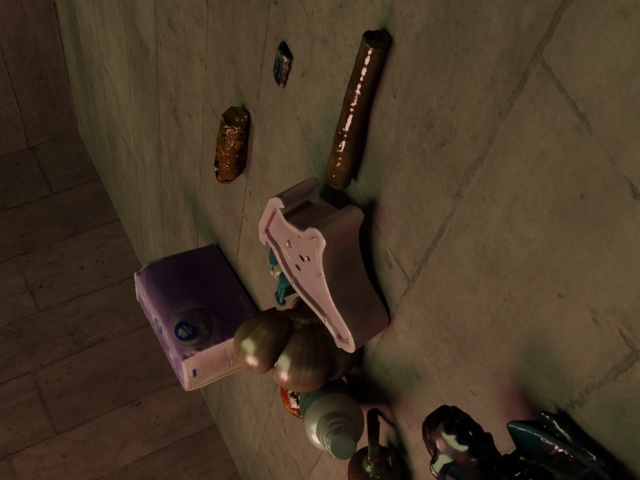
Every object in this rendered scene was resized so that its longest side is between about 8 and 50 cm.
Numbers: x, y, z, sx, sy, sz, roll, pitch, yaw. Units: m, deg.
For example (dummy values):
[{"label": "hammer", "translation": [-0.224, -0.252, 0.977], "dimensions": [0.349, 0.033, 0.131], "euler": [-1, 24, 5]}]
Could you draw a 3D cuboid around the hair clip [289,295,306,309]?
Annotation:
[{"label": "hair clip", "translation": [-0.064, 0.197, 1.861], "dimensions": [0.102, 0.138, 0.123], "euler": [55, 166, 47]}]

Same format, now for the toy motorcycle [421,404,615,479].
[{"label": "toy motorcycle", "translation": [0.275, 0.341, 1.076], "dimensions": [0.416, 0.172, 0.232], "euler": [19, 135, 55]}]

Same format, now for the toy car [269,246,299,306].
[{"label": "toy car", "translation": [-0.064, 0.033, 1.731], "dimensions": [0.162, 0.098, 0.126], "euler": [59, 158, 19]}]

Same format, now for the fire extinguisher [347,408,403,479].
[{"label": "fire extinguisher", "translation": [0.103, 0.458, 1.763], "dimensions": [0.147, 0.106, 0.337], "euler": [-95, 3, -46]}]

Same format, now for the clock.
[{"label": "clock", "translation": [0.016, 0.031, 1.471], "dimensions": [0.275, 0.080, 0.290], "euler": [54, 162, 10]}]

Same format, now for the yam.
[{"label": "yam", "translation": [0.047, -0.173, 1.280], "dimensions": [0.045, 0.045, 0.327], "euler": [39, 153, 13]}]

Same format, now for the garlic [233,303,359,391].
[{"label": "garlic", "translation": [-0.039, 0.202, 1.685], "dimensions": [0.160, 0.214, 0.191], "euler": [43, 140, 32]}]

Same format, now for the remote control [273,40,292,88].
[{"label": "remote control", "translation": [-0.065, -0.287, 1.509], "dimensions": [0.039, 0.014, 0.096], "euler": [63, 162, 15]}]

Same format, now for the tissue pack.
[{"label": "tissue pack", "translation": [-0.309, 0.185, 2.358], "dimensions": [0.338, 0.242, 0.160], "euler": [53, 154, 35]}]

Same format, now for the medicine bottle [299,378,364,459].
[{"label": "medicine bottle", "translation": [0.023, 0.327, 1.668], "dimensions": [0.352, 0.110, 0.110], "euler": [-147, 36, -85]}]

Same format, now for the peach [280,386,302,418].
[{"label": "peach", "translation": [-0.021, 0.288, 1.913], "dimensions": [0.092, 0.127, 0.172], "euler": [96, 173, -69]}]

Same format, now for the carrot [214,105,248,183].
[{"label": "carrot", "translation": [-0.182, -0.189, 1.868], "dimensions": [0.069, 0.069, 0.229], "euler": [61, 159, 20]}]
